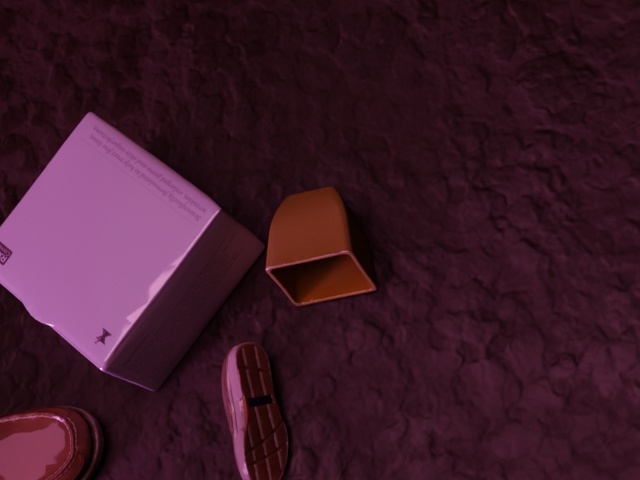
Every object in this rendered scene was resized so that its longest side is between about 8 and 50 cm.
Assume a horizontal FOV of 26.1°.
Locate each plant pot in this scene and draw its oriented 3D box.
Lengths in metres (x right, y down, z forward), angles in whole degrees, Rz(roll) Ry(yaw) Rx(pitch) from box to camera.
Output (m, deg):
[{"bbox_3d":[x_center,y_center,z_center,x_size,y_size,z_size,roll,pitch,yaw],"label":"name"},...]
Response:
[{"bbox_3d":[0.000,0.000,1.254,0.081,0.081,0.083,-12,59,16],"label":"plant pot"}]

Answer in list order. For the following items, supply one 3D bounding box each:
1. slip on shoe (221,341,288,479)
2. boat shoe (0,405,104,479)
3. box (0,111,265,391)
[{"bbox_3d":[-0.065,0.161,1.248,0.041,0.051,0.135,-28,70,53],"label":"slip on shoe"},{"bbox_3d":[-0.354,0.233,1.289,0.307,0.104,0.110,-24,68,11],"label":"boat shoe"},{"bbox_3d":[-0.185,0.012,1.289,0.181,0.119,0.182,36,88,24],"label":"box"}]
